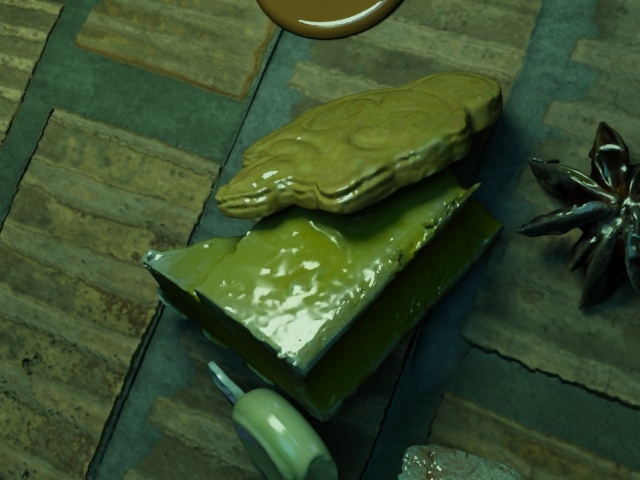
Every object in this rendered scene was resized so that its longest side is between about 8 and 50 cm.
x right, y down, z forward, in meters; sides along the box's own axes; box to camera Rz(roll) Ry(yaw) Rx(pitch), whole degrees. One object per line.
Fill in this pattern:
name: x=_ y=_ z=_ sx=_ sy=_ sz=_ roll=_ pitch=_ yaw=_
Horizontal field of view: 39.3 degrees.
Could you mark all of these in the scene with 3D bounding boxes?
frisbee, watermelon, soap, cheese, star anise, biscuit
frisbee: x=0.018 y=-0.400 z=1.260 sx=0.250 sy=0.021 sz=0.251 roll=-4 pitch=75 yaw=14
watermelon: x=0.173 y=0.288 z=1.013 sx=0.180 sy=0.081 sz=0.094 roll=21 pitch=64 yaw=2
soap: x=0.000 y=0.000 z=1.084 sx=0.304 sy=0.169 sz=0.338 roll=32 pitch=66 yaw=33
cheese: x=-0.069 y=0.218 z=1.065 sx=0.064 sy=0.137 sz=0.227 roll=-34 pitch=48 yaw=-22
star anise: x=0.354 y=-0.025 z=1.026 sx=0.282 sy=0.129 sz=0.212 roll=28 pitch=77 yaw=27
biscuit: x=0.044 y=-0.123 z=1.068 sx=0.376 sy=0.051 sz=0.269 roll=-28 pitch=28 yaw=-19
